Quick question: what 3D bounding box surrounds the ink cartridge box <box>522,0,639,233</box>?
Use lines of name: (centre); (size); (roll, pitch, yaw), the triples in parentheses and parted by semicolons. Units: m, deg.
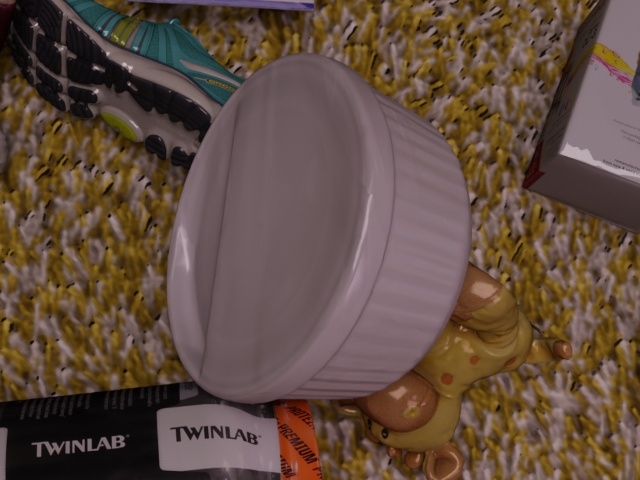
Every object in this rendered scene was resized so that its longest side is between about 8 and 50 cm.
ink cartridge box: (0.280, -0.118, 1.103); (0.127, 0.128, 0.176); (22, 78, 0)

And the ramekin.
ramekin: (0.000, 0.000, 0.950); (0.127, 0.273, 0.273); (16, 77, -34)

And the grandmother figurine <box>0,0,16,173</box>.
grandmother figurine: (-0.326, -0.213, 1.069); (0.104, 0.207, 0.343); (-5, 90, -43)

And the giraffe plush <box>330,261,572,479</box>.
giraffe plush: (0.088, 0.102, 1.049); (0.210, 0.181, 0.170); (38, 89, -32)

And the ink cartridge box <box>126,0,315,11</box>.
ink cartridge box: (-0.088, -0.386, 1.154); (0.175, 0.069, 0.371); (2, 77, -5)

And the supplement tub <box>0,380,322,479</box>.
supplement tub: (-0.169, 0.221, 0.963); (0.337, 0.207, 0.207); (-6, 80, -6)

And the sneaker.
sneaker: (-0.172, -0.159, 1.102); (0.275, 0.107, 0.110); (33, 45, 8)
